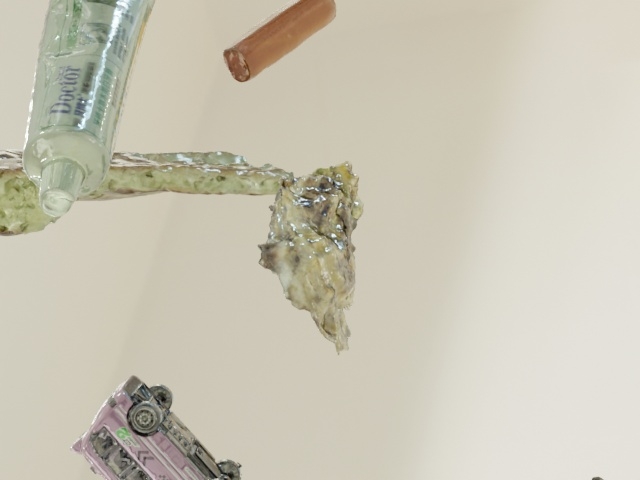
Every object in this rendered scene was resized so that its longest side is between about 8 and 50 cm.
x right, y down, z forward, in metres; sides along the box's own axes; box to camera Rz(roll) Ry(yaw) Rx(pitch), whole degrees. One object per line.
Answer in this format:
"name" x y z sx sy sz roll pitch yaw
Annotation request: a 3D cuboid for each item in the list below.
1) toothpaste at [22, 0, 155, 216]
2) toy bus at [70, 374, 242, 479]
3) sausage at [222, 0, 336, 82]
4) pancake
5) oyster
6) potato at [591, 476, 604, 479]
"toothpaste" -0.116 -0.090 0.831 0.218 0.064 0.041 -88 17 -47
"toy bus" -0.168 0.246 1.781 0.199 0.108 0.096 48 -171 -4
"sausage" -0.035 -0.197 1.564 0.039 0.131 0.041 57 151 -14
"pancake" -0.182 -0.046 1.470 0.427 0.305 0.067 -150 61 -83
"oyster" -0.003 0.000 1.225 0.108 0.053 0.166 33 -144 -32
"potato" 0.136 0.193 0.770 0.137 0.137 0.176 -93 6 -52
